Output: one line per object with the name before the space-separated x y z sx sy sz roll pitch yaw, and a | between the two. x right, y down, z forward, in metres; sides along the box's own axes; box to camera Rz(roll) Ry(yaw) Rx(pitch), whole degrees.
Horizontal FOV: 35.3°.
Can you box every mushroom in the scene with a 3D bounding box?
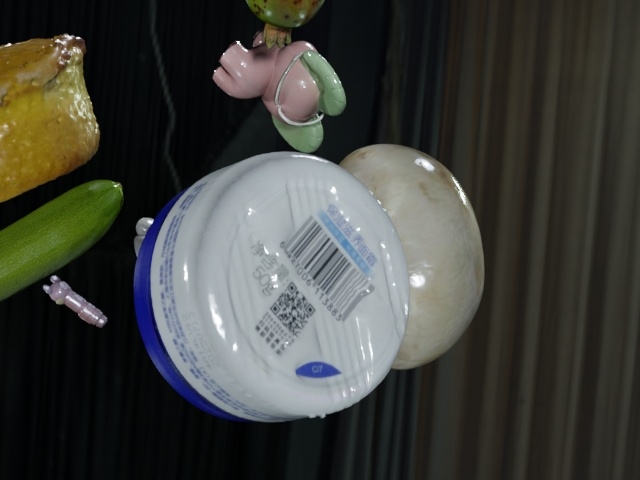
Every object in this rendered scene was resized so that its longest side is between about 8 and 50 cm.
mushroom | 0.061 0.029 1.324 0.290 0.298 0.297 -11 4 -10

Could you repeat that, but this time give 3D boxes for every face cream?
face cream | -0.031 0.037 0.782 0.206 0.206 0.111 5 -11 -35

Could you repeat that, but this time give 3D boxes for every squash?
squash | -0.307 0.016 1.013 0.258 0.069 0.069 -32 18 -24

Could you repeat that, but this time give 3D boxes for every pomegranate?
pomegranate | -0.071 -0.467 1.955 0.159 0.205 0.159 7 44 -7

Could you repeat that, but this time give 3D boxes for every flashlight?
flashlight | -0.380 0.098 1.558 0.110 0.031 0.052 38 22 -9

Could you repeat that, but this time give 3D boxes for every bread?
bread | -0.514 -0.178 1.513 0.398 0.215 0.398 -15 17 5

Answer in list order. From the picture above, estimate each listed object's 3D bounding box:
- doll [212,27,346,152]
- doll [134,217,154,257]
doll | -0.076 -0.339 2.272 0.216 0.268 0.284 -35 -11 -33
doll | -0.134 0.014 1.483 0.271 0.208 0.144 -24 -34 9
